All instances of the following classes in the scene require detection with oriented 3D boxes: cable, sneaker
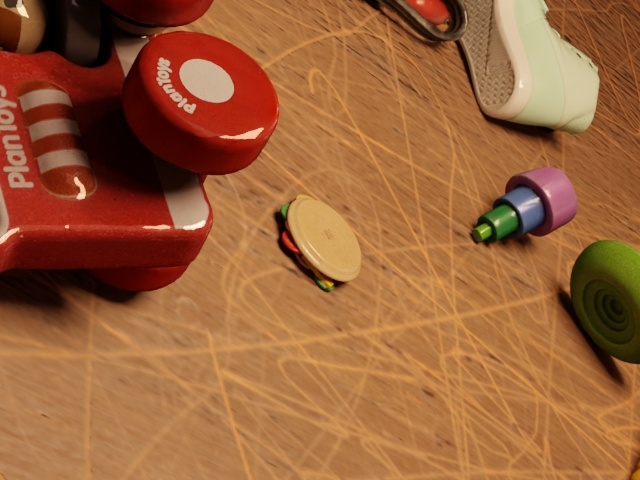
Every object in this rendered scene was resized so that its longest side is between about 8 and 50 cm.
[{"bbox_3d":[0.050,-0.258,1.788,0.287,0.072,0.139,-8,81,-43],"label":"cable"},{"bbox_3d":[0.222,-0.225,1.916,0.151,0.094,0.256,16,55,-38],"label":"sneaker"}]

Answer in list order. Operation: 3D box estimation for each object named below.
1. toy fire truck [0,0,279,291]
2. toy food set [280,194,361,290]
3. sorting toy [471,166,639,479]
[{"bbox_3d":[-0.189,-0.104,1.176,0.254,0.169,0.302,0,54,-32],"label":"toy fire truck"},{"bbox_3d":[0.000,0.000,1.440,0.083,0.020,0.082,51,30,-1],"label":"toy food set"},{"bbox_3d":[0.261,0.099,1.643,0.126,0.127,0.365,-28,76,-30],"label":"sorting toy"}]
